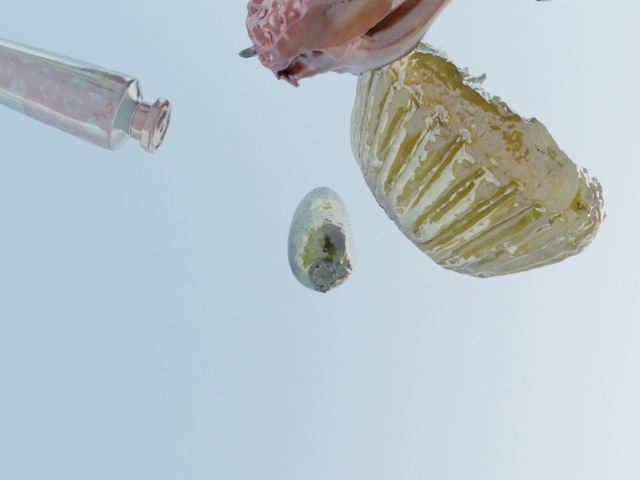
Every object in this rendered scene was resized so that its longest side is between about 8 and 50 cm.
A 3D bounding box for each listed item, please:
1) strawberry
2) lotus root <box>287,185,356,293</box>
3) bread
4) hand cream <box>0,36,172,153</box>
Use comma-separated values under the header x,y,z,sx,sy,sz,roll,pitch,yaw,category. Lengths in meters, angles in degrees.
x,y,z,sx,sy,sz,roll,pitch,yaw,category
0.030,-0.117,0.427,0.152,0.104,0.048,-25,-111,17,strawberry
0.000,0.000,1.102,0.080,0.179,0.089,-10,-55,6,lotus root
0.125,-0.069,0.815,0.274,0.274,0.149,39,-79,-10,bread
-0.186,-0.097,0.504,0.209,0.067,0.043,20,-86,4,hand cream
